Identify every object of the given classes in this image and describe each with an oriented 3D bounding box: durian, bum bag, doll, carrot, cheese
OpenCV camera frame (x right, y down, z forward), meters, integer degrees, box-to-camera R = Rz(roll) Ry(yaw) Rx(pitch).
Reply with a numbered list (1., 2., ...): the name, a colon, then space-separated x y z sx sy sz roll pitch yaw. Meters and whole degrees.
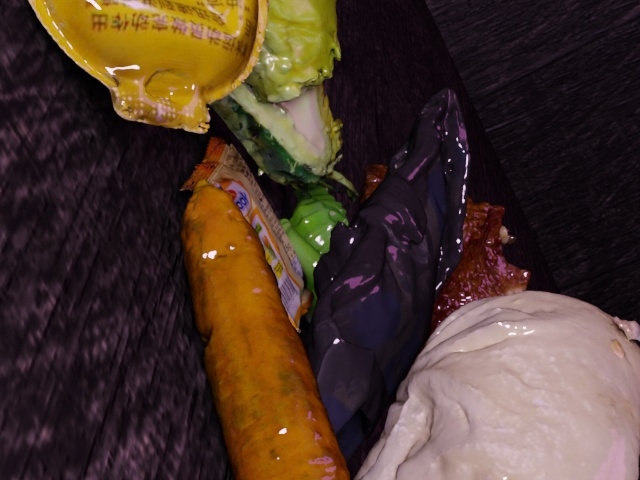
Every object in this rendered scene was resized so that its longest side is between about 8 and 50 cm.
1. durian: -0.050 -0.146 0.996 0.375 0.106 0.132 51 13 -33
2. bum bag: 0.034 0.029 0.987 0.310 0.074 0.137 -60 159 -51
3. doll: 0.000 0.000 1.123 0.115 0.050 0.190 45 20 -45
4. carrot: -0.018 0.100 0.818 0.066 0.066 0.314 47 23 -59
5. cheese: -0.095 -0.172 0.860 0.156 0.064 0.250 8 67 -38

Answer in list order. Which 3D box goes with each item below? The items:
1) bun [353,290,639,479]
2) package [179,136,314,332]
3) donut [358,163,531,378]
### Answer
1. bun: 0.092 0.153 0.920 0.259 0.160 0.259 14 90 -77
2. package: -0.042 0.003 0.971 0.120 0.031 0.108 63 13 -14
3. donut: 0.089 0.048 1.288 0.126 0.144 0.186 -59 156 -68
